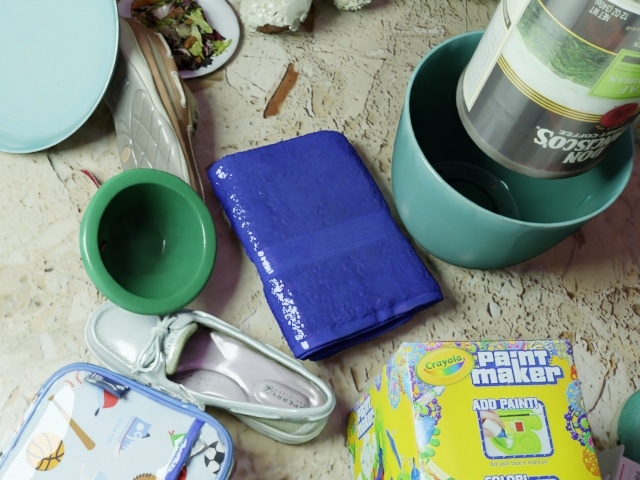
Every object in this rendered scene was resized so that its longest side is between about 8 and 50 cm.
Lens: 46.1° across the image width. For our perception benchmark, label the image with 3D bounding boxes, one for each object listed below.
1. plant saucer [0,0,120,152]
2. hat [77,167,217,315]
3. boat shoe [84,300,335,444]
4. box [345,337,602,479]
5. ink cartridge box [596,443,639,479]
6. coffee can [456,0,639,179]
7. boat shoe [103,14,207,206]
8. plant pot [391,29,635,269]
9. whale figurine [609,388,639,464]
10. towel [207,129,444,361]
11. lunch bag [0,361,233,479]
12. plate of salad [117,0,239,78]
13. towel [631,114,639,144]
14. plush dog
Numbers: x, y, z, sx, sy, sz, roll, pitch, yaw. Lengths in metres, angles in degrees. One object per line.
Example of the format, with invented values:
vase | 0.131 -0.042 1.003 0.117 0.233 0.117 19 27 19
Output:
plant saucer | -0.401 -0.278 1.022 0.318 0.044 0.317 2 96 19
hat | -0.248 0.008 0.973 0.173 0.183 0.208 31 61 -26
boat shoe | -0.134 0.146 0.907 0.320 0.103 0.118 25 61 4
box | 0.146 0.280 0.782 0.177 0.290 0.279 0 64 -10
ink cartridge box | 0.317 0.308 0.859 0.060 0.180 0.104 26 62 4
coffee can | 0.283 -0.221 0.804 0.201 0.275 0.201 4 63 -7
boat shoe | -0.220 -0.175 1.049 0.116 0.123 0.324 -11 76 -47
plant pot | 0.226 -0.094 1.018 0.293 0.235 0.293 4 63 -9
whale figurine | 0.506 0.267 0.936 0.272 0.141 0.216 11 62 -5
towel | 0.000 0.000 1.029 0.228 0.076 0.308 -18 67 -25
lunch bag | -0.230 0.289 0.801 0.243 0.115 0.303 25 69 5
plate of salad | -0.225 -0.338 1.171 0.200 0.048 0.200 4 62 -8
towel | 0.405 -0.354 1.165 0.320 0.090 0.374 21 46 -50
plush dog | -0.057 -0.469 1.202 0.262 0.210 0.225 -29 42 -30
